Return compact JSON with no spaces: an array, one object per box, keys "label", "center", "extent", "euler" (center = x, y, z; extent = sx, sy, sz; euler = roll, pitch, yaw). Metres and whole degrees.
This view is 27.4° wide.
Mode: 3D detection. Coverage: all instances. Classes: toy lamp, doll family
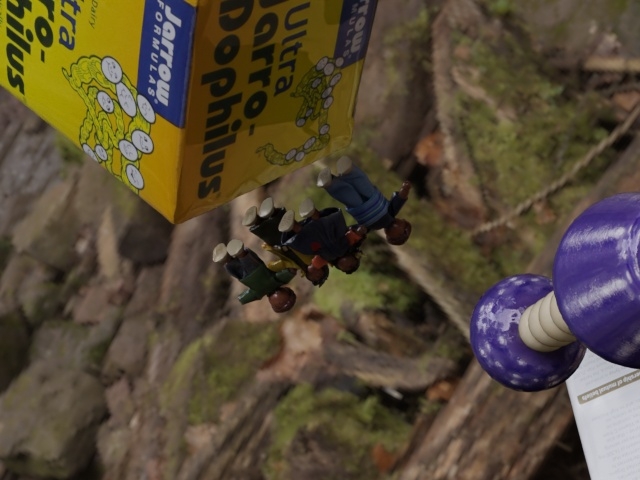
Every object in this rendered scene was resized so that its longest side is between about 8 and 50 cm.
[{"label":"toy lamp","center":[0.133,0.030,0.634],"extent":[0.080,0.080,0.275],"euler":[-63,-2,-9]},{"label":"doll family","center":[0.000,0.000,1.204],"extent":[0.193,0.111,0.076],"euler":[-24,38,30]}]

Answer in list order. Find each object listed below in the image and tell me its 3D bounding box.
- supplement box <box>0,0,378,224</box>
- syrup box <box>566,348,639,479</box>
[{"label":"supplement box","center":[-0.147,-0.207,1.011],"extent":[0.195,0.356,0.194],"euler":[-28,-37,-38]},{"label":"syrup box","center":[0.268,0.157,1.042],"extent":[0.096,0.093,0.237],"euler":[-29,56,32]}]
